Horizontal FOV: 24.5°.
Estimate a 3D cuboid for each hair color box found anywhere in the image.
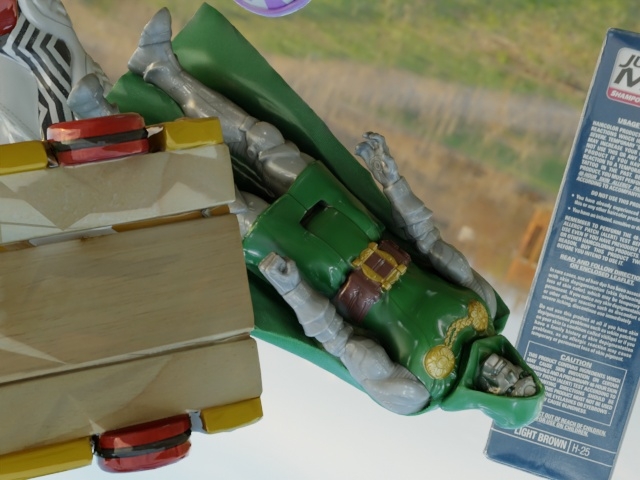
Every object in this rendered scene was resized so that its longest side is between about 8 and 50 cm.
[{"bbox_3d":[0.233,0.011,1.190,0.105,0.347,0.174,17,-172,10],"label":"hair color box"}]

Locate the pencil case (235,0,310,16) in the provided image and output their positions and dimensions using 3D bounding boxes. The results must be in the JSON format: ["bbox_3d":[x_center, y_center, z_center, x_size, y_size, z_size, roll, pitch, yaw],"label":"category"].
[{"bbox_3d":[-0.007,-0.218,0.990,0.088,0.086,0.206,44,-148,-3],"label":"pencil case"}]

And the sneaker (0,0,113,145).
[{"bbox_3d":[-0.224,-0.050,0.813,0.365,0.210,0.137,58,163,2],"label":"sneaker"}]

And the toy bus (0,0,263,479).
[{"bbox_3d":[-0.118,0.023,0.417,0.202,0.191,0.104,40,164,-21],"label":"toy bus"}]

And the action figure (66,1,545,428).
[{"bbox_3d":[0.000,0.000,0.621,0.232,0.137,0.063,39,153,5],"label":"action figure"}]
